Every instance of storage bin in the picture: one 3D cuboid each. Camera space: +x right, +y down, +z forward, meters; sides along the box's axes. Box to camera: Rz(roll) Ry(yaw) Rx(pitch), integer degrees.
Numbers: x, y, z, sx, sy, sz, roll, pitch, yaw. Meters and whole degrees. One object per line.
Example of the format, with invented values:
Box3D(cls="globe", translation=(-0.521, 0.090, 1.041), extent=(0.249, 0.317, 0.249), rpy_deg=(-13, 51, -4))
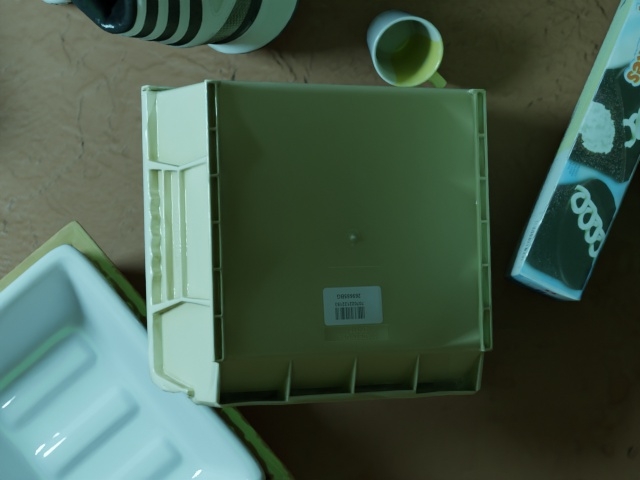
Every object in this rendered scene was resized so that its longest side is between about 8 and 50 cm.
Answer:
Box3D(cls="storage bin", translation=(0.000, 0.000, 1.585), extent=(0.262, 0.123, 0.260), rpy_deg=(0, 88, -29))

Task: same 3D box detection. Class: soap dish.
Box3D(cls="soap dish", translation=(-0.199, 0.165, 1.643), extent=(0.229, 0.118, 0.291), rpy_deg=(-41, 88, 0))

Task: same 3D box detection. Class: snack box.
Box3D(cls="snack box", translation=(0.245, -0.106, 1.605), extent=(0.060, 0.187, 0.322), rpy_deg=(23, 89, 2))

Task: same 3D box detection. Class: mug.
Box3D(cls="mug", translation=(0.070, -0.164, 1.673), extent=(0.062, 0.064, 0.078), rpy_deg=(-16, 114, -7))

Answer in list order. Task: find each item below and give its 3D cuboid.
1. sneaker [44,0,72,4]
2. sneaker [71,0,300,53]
Box3D(cls="sneaker", translation=(-0.239, -0.323, 1.654), extent=(0.086, 0.132, 0.229), rpy_deg=(-11, 88, 4))
Box3D(cls="sneaker", translation=(-0.149, -0.378, 1.574), extent=(0.169, 0.257, 0.447), rpy_deg=(-10, 88, 34))
